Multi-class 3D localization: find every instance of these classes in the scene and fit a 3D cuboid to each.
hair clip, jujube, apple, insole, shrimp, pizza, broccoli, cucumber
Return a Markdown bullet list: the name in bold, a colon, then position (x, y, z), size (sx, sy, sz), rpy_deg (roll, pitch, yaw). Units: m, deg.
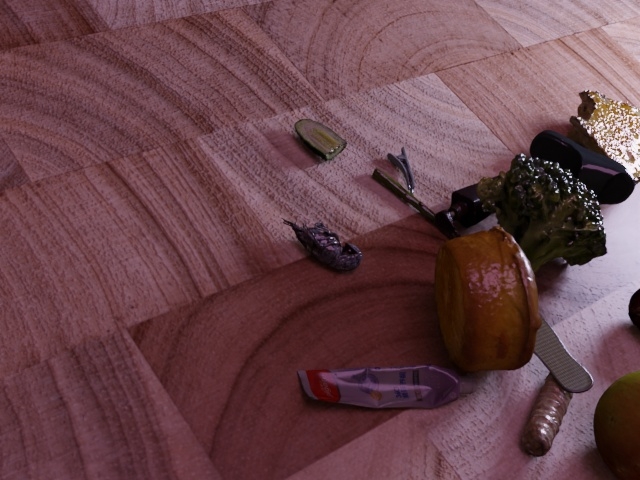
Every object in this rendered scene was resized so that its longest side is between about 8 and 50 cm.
- **hair clip**: position (0.168, -0.139, 1.834), size (0.039, 0.030, 0.115), rpy_deg (-11, 51, -7)
- **jujube**: position (0.670, 0.154, 1.730), size (0.166, 0.104, 0.104), rpy_deg (31, 46, 3)
- **apple**: position (0.546, 0.309, 1.483), size (0.196, 0.196, 0.196), rpy_deg (11, 47, -13)
- **insole**: position (0.396, 0.182, 1.607), size (0.086, 0.005, 0.253), rpy_deg (-16, 42, -20)
- **shrimp**: position (0.000, 0.000, 1.623), size (0.165, 0.056, 0.065), rpy_deg (39, 62, 0)
- **pizza**: position (0.665, -0.235, 2.078), size (0.223, 0.089, 0.323), rpy_deg (34, 44, 0)
- **broccoli**: position (0.407, -0.023, 1.724), size (0.245, 0.248, 0.288), rpy_deg (-42, 100, 0)
- **cucumber**: position (-0.007, -0.203, 1.813), size (0.067, 0.035, 0.107), rpy_deg (-35, 64, -29)

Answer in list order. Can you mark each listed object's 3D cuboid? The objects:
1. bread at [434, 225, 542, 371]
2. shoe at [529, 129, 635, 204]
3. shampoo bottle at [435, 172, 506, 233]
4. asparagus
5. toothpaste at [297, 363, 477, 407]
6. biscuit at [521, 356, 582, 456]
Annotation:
- **bread**: position (0.279, 0.099, 1.520), size (0.146, 0.268, 0.268), rpy_deg (-4, 51, -6)
- **shoe**: position (0.551, -0.143, 1.942), size (0.241, 0.108, 0.093), rpy_deg (34, 48, 19)
- **shampoo bottle**: position (0.313, -0.074, 1.799), size (0.068, 0.067, 0.236), rpy_deg (33, 40, 33)
- **asparagus**: position (0.199, -0.064, 1.782), size (0.248, 0.024, 0.025), rpy_deg (41, 91, 15)
- **toothpaste**: position (0.115, 0.237, 1.469), size (0.301, 0.048, 0.075), rpy_deg (2, 54, -18)
- **biscuit**: position (0.397, 0.277, 1.536), size (0.055, 0.061, 0.219), rpy_deg (28, 46, 12)
